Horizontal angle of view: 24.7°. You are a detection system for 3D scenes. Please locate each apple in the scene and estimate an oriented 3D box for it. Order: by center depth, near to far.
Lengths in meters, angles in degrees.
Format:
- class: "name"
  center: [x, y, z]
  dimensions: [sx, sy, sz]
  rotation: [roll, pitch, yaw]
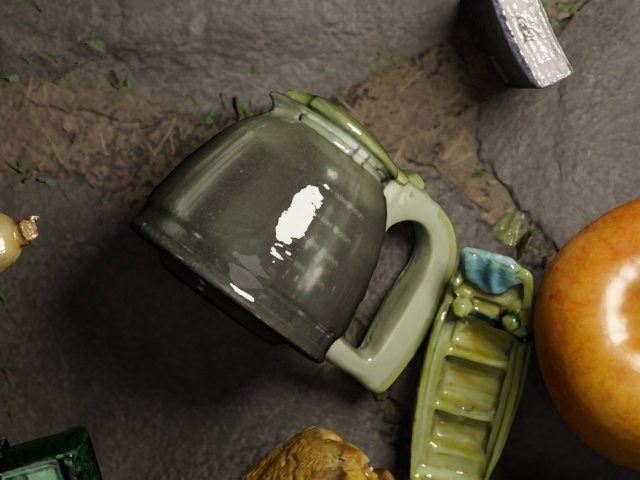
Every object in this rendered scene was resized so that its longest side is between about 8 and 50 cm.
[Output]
- class: "apple"
  center: [0.360, 0.089, 1.455]
  dimensions: [0.299, 0.275, 0.299]
  rotation: [-5, 80, 28]

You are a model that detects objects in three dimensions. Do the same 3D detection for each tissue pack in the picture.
- class: "tissue pack"
  center: [0.197, -0.209, 1.479]
  dimensions: [0.051, 0.156, 0.112]
  rotation: [-28, 98, -1]

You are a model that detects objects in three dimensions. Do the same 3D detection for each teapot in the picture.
- class: "teapot"
  center: [-0.002, -0.003, 1.475]
  dimensions: [0.321, 0.239, 0.239]
  rotation: [37, 86, -2]

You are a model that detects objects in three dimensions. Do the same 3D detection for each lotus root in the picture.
- class: "lotus root"
  center: [-0.367, 0.008, 1.549]
  dimensions: [0.150, 0.073, 0.062]
  rotation: [-19, 142, 1]

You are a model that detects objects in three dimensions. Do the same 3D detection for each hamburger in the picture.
- class: "hamburger"
  center: [-0.039, 0.329, 1.493]
  dimensions: [0.318, 0.318, 0.158]
  rotation: [-39, 102, 5]

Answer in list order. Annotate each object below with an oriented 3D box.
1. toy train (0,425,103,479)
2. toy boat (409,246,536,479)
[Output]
- class: "toy train"
  center: [-0.301, 0.352, 1.576]
  dimensions: [0.178, 0.138, 0.330]
  rotation: [-16, 100, -3]
- class: "toy boat"
  center: [0.164, 0.135, 1.555]
  dimensions: [0.111, 0.084, 0.276]
  rotation: [15, 109, 14]
